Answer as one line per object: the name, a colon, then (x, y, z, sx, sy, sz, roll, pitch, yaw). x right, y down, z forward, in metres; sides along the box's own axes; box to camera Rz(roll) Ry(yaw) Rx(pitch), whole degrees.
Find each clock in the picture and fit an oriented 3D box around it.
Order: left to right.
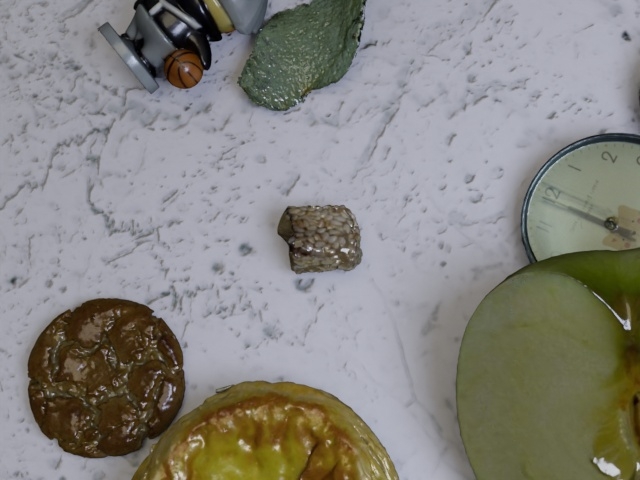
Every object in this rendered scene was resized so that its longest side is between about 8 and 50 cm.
clock: (0.360, -0.023, 1.014, 0.226, 0.049, 0.226, -2, 85, 17)

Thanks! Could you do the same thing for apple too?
apple: (0.330, 0.190, 0.842, 0.312, 0.320, 0.360, -11, 100, -16)

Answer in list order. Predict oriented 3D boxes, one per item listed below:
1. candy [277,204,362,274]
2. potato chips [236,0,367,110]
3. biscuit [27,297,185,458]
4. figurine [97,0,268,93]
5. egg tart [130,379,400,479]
candy: (0.000, 0.000, 1.076, 0.110, 0.085, 0.095, -6, 65, -3)
potato chips: (-0.023, -0.288, 1.184, 0.228, 0.059, 0.167, -33, 64, 4)
biscuit: (-0.287, 0.179, 1.089, 0.226, 0.042, 0.225, -2, 73, 8)
figurine: (-0.183, -0.320, 1.180, 0.236, 0.133, 0.176, -40, 71, -2)
egg tart: (-0.064, 0.331, 0.956, 0.341, 0.132, 0.341, -3, 71, 9)
